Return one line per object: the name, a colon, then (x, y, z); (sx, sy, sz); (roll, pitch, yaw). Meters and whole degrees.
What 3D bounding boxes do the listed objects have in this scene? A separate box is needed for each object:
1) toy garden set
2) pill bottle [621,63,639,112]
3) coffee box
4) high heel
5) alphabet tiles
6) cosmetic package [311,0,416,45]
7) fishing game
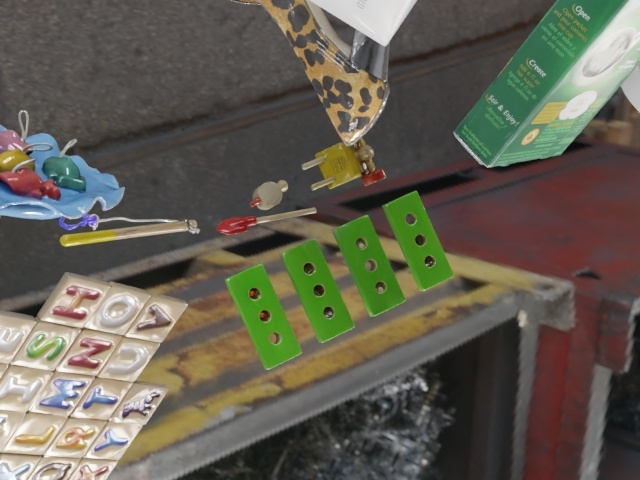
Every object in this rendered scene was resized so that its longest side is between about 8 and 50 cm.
toy garden set: (0.000, 0.000, 1.213); (0.244, 0.049, 0.203); (-25, 91, -19)
pill bottle: (0.375, -0.189, 1.010); (0.112, 0.112, 0.186); (-1, 143, -49)
coffee box: (0.180, -0.130, 0.725); (0.113, 0.040, 0.184); (-13, 147, -50)
high heel: (-0.050, -0.203, 1.123); (0.093, 0.261, 0.186); (-12, 111, -65)
alphabet tiles: (-0.203, 0.128, 0.805); (0.198, 0.009, 0.237); (19, 111, -51)
cosmetic package: (-0.029, -0.256, 0.347); (0.097, 0.284, 0.377); (-57, 179, -23)
fishing game: (-0.224, -0.064, 0.744); (0.189, 0.264, 0.041); (-4, 119, -57)
